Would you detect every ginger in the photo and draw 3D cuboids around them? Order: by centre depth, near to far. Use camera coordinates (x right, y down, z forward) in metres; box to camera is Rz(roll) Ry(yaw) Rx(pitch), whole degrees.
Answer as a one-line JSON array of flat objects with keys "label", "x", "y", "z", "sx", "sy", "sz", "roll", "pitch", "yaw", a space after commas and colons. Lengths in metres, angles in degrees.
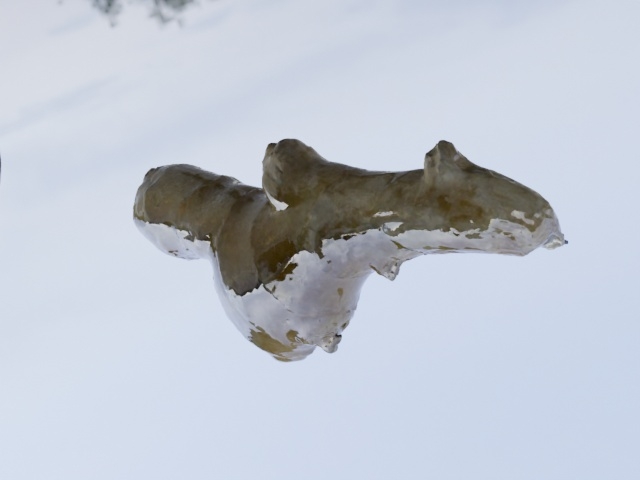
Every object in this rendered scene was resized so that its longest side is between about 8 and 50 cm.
[{"label": "ginger", "x": 0.000, "y": 0.000, "z": 0.993, "sx": 0.081, "sy": 0.148, "sz": 0.333, "roll": -11, "pitch": 179, "yaw": -44}]
